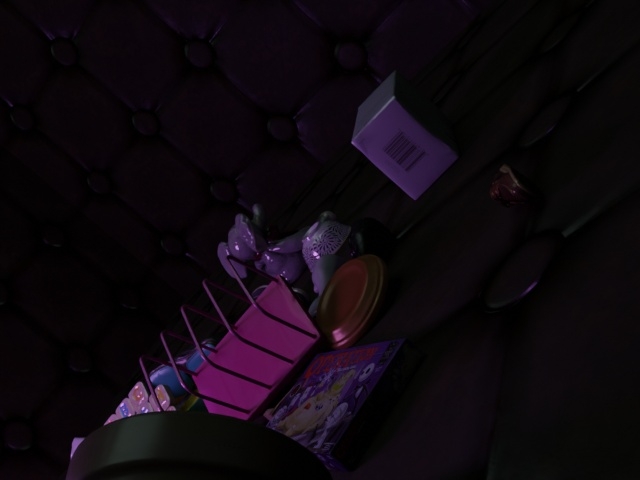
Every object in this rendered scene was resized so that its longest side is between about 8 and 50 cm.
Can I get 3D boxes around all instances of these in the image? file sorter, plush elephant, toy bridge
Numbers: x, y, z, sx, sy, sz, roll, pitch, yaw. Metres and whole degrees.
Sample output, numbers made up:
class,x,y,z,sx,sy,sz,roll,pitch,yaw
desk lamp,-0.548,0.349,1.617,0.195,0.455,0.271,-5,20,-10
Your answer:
class,x,y,z,sx,sy,sz,roll,pitch,yaw
file sorter,-0.180,0.203,1.560,0.291,0.182,0.202,-49,43,11
plush elephant,-0.161,0.010,2.399,0.272,0.255,0.330,-37,15,49
toy bridge,-0.042,0.270,1.560,0.188,0.026,0.063,-55,13,-29

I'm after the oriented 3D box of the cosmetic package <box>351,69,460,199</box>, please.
class,x,y,z,sx,sy,sz,roll,pitch,yaw
cosmetic package,0.208,-0.271,2.009,0.156,0.217,0.385,-45,12,20

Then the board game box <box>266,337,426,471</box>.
class,x,y,z,sx,sy,sz,roll,pitch,yaw
board game box,0.017,0.261,1.291,0.208,0.056,0.347,-48,9,-25

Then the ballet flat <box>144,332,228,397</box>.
class,x,y,z,sx,sy,sz,roll,pitch,yaw
ballet flat,-0.304,0.301,1.949,0.280,0.095,0.096,-31,8,30

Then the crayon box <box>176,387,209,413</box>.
class,x,y,z,sx,sy,sz,roll,pitch,yaw
crayon box,-0.228,0.338,1.950,0.278,0.081,0.165,-49,10,-4

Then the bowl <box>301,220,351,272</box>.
class,x,y,z,sx,sy,sz,roll,pitch,yaw
bowl,0.000,0.000,2.258,0.170,0.080,0.170,-48,10,11

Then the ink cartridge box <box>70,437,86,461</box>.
class,x,y,z,sx,sy,sz,roll,pitch,yaw
ink cartridge box,-0.469,0.525,1.843,0.208,0.087,0.153,-6,75,34

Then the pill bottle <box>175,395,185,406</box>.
class,x,y,z,sx,sy,sz,roll,pitch,yaw
pill bottle,-0.418,0.491,2.043,0.246,0.130,0.130,-52,10,-16

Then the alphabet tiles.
class,x,y,z,sx,sy,sz,roll,pitch,yaw
alphabet tiles,-0.420,0.478,1.896,0.284,0.021,0.278,-51,48,14

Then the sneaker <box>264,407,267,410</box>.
class,x,y,z,sx,sy,sz,roll,pitch,yaw
sneaker,-0.150,0.290,1.742,0.106,0.101,0.267,-31,18,-12

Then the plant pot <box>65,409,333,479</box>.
class,x,y,z,sx,sy,sz,roll,pitch,yaw
plant pot,-0.146,0.390,0.878,0.323,0.323,0.280,-42,28,34

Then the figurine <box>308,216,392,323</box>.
class,x,y,z,sx,sy,sz,roll,pitch,yaw
figurine,0.052,0.079,1.734,0.215,0.092,0.209,-44,15,29

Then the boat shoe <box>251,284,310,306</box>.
class,x,y,z,sx,sy,sz,roll,pitch,yaw
boat shoe,-0.117,0.160,2.061,0.206,0.075,0.065,-6,40,45

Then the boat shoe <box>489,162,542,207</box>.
class,x,y,z,sx,sy,sz,roll,pitch,yaw
boat shoe,0.305,-0.079,1.295,0.060,0.064,0.178,-52,3,11

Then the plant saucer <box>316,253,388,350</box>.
class,x,y,z,sx,sy,sz,roll,pitch,yaw
plant saucer,0.053,0.112,1.553,0.200,0.037,0.200,-45,28,32
